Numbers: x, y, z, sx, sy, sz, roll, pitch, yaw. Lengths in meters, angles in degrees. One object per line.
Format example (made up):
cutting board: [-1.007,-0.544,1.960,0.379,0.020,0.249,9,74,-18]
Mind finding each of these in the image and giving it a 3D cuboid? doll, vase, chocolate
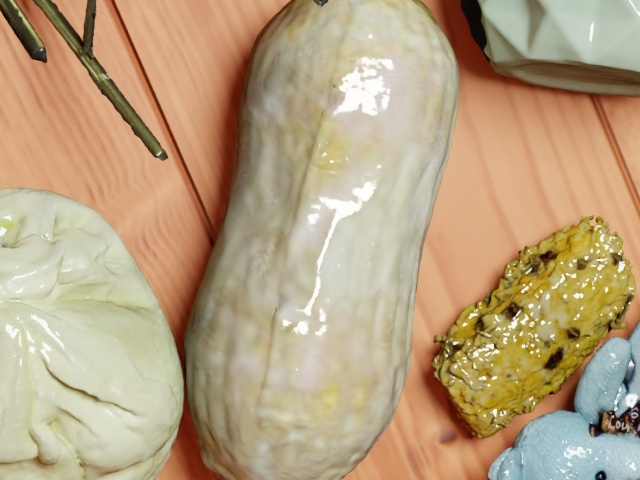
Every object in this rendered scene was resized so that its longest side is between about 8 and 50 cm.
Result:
doll: [0.185,0.112,1.071,0.180,0.075,0.120,-46,125,3]
vase: [0.177,-0.268,1.029,0.165,0.165,0.360,9,87,-10]
chocolate: [0.000,0.000,1.015,0.134,0.134,0.309,12,92,-10]

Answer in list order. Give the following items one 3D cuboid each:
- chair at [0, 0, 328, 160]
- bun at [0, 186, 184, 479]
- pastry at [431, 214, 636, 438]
chair: [-0.160,-0.206,0.979,0.160,0.170,0.326,-47,56,-1]
bun: [-0.188,0.073,0.974,0.229,0.145,0.229,0,88,-6]
pastry: [0.129,0.052,1.080,0.140,0.056,0.080,-37,115,-5]
